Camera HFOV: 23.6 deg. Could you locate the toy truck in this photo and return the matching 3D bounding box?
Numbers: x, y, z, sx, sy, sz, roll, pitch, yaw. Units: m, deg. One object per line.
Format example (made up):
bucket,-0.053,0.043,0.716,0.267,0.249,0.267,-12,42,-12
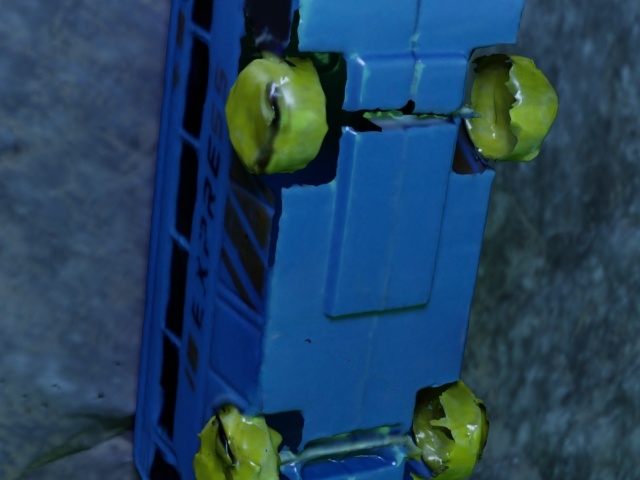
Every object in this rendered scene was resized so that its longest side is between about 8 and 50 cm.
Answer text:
toy truck,0.000,0.000,0.799,0.161,0.162,0.384,-6,114,-30
